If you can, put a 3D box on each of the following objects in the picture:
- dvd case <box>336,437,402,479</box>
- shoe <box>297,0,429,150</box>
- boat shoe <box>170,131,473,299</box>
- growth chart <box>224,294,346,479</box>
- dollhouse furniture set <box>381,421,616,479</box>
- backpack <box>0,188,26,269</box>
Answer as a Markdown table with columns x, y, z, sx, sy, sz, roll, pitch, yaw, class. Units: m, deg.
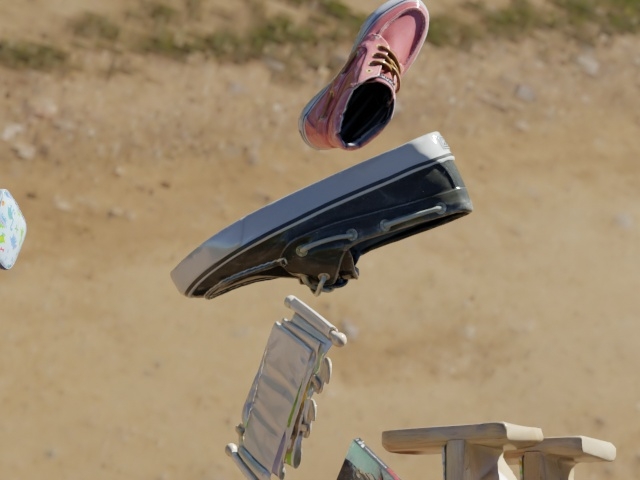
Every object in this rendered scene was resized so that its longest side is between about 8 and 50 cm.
| x | y | z | sx | sy | sz | roll | pitch | yaw | class |
| --- | --- | --- | --- | --- | --- | --- | --- | --- | --- |
| 0.062 | 0.291 | 2.030 | 0.013 | 0.087 | 0.119 | -6 | 37 | -43 | dvd case |
| 0.056 | -0.154 | 1.684 | 0.063 | 0.178 | 0.081 | 44 | -12 | -24 | shoe |
| 0.000 | 0.000 | 1.271 | 0.070 | 0.219 | 0.078 | 65 | 8 | 8 | boat shoe |
| -0.042 | 0.180 | 2.032 | 0.021 | 0.237 | 0.172 | 12 | 19 | -28 | growth chart |
| 0.057 | 0.341 | 1.550 | 0.394 | 0.256 | 0.362 | 18 | 69 | -51 | dollhouse furniture set |
| -0.390 | -0.006 | 2.045 | 0.084 | 0.105 | 0.114 | 7 | 57 | 18 | backpack |
